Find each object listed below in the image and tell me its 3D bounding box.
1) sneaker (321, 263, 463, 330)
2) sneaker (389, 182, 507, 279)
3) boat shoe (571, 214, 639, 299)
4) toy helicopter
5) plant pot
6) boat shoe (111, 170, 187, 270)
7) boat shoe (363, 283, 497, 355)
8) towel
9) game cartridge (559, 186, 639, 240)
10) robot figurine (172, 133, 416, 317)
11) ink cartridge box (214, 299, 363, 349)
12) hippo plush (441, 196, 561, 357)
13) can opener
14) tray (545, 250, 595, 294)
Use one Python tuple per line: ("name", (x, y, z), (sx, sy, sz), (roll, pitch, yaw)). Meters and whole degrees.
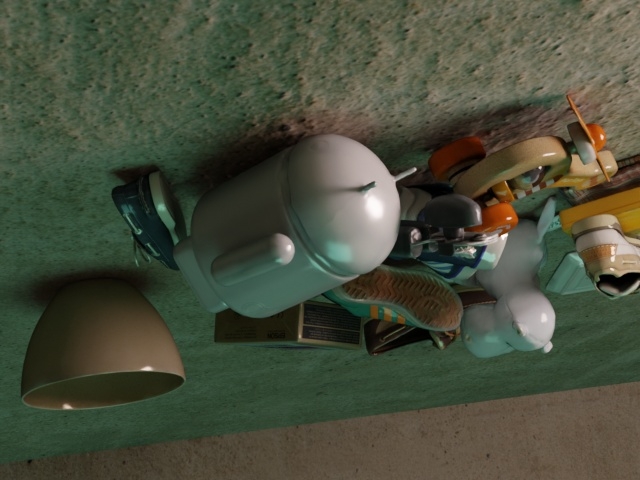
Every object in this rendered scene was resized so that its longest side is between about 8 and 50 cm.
("sneaker", (0.130, 0.103, 2.145), (0.302, 0.108, 0.121), (20, 165, -25))
("sneaker", (0.154, -0.024, 1.821), (0.236, 0.130, 0.323), (16, 177, -5))
("boat shoe", (0.510, 0.050, 1.934), (0.113, 0.103, 0.302), (-19, 156, 28))
("toy helicopter", (0.345, -0.113, 1.648), (0.355, 0.140, 0.235), (-5, 156, -48))
("plant pot", (-0.390, 0.176, 1.982), (0.284, 0.191, 0.284), (-8, 162, -3))
("boat shoe", (-0.242, -0.018, 1.628), (0.079, 0.095, 0.254), (-11, 161, 0))
("boat shoe", (0.256, 0.180, 2.398), (0.341, 0.123, 0.123), (-10, 150, 9))
("towel", (0.584, -0.079, 1.948), (0.271, 0.040, 0.370), (-18, 160, 22))
("game cartridge", (0.603, -0.028, 1.967), (0.285, 0.053, 0.323), (-18, 159, 25))
("robot figurine", (-0.036, -0.020, 1.542), (0.353, 0.200, 0.300), (-26, -169, 32))
("ink cartridge box", (-0.062, 0.168, 2.207), (0.234, 0.088, 0.193), (-6, 167, 42))
("hippo plush", (0.360, 0.096, 2.041), (0.294, 0.237, 0.234), (-20, 159, 29))
("can opener", (0.134, -0.018, 1.590), (0.074, 0.093, 0.280), (-12, -173, -41))
("tray", (0.577, 0.068, 2.402), (0.145, 0.030, 0.270), (-10, 162, -2))
